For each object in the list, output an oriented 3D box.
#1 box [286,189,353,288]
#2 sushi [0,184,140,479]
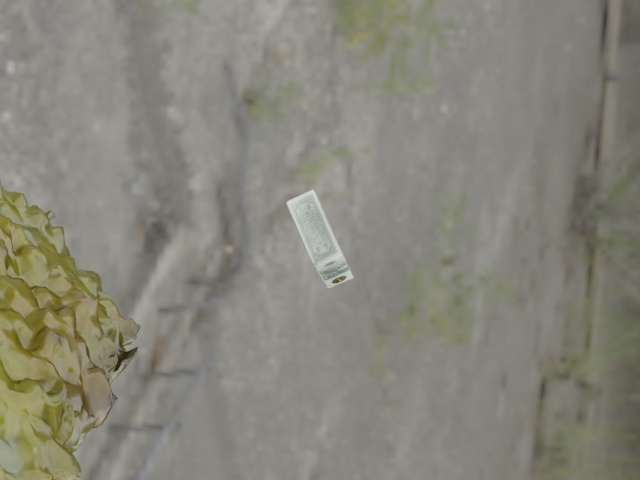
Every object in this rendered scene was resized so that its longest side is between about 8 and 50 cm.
[{"bbox_3d":[0.000,0.000,1.303,0.083,0.024,0.054,60,8,-76],"label":"box"},{"bbox_3d":[-0.295,0.122,1.025,0.351,0.240,0.396,-48,-168,16],"label":"sushi"}]
